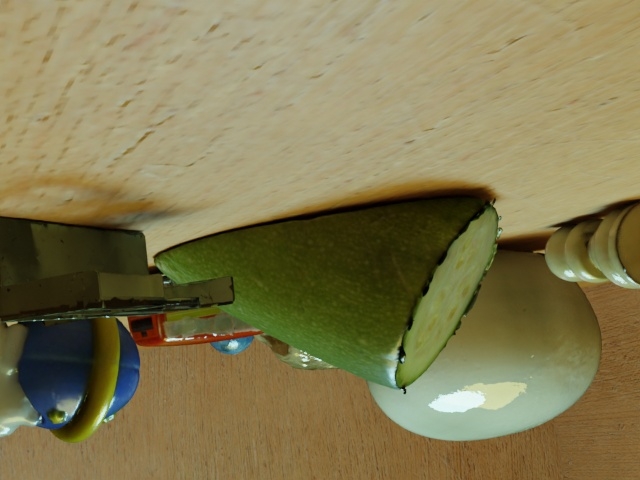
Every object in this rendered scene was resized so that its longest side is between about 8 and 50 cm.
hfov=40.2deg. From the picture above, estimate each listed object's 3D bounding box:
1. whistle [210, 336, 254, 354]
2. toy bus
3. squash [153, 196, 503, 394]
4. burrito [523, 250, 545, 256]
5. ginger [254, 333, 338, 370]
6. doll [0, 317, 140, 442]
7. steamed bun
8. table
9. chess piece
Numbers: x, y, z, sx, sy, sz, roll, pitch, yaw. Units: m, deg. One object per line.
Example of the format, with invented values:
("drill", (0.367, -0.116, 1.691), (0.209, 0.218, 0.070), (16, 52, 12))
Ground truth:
("whistle", (-0.139, 0.148, 1.474), (0.158, 0.090, 0.090), (-15, 171, 42))
("toy bus", (-0.115, 0.067, 0.909), (0.174, 0.077, 0.079), (-1, 170, -43))
("squash", (0.000, 0.000, 0.751), (0.260, 0.189, 0.189), (27, -172, 23))
("burrito", (0.266, 0.052, 1.293), (0.225, 0.060, 0.087), (-6, 164, -5))
("ginger", (0.007, 0.134, 1.383), (0.275, 0.130, 0.221), (2, 177, -30))
("doll", (-0.339, 0.148, 0.961), (0.242, 0.160, 0.311), (-3, 175, -42))
("steamed bun", (0.220, 0.160, 1.198), (0.324, 0.206, 0.324), (-4, 150, -2))
("table", (-0.167, 0.024, 0.571), (0.175, 0.063, 0.146), (-11, 173, 24))
("chess piece", (0.308, 0.009, 0.959), (0.094, 0.094, 0.170), (-6, 179, -21))
